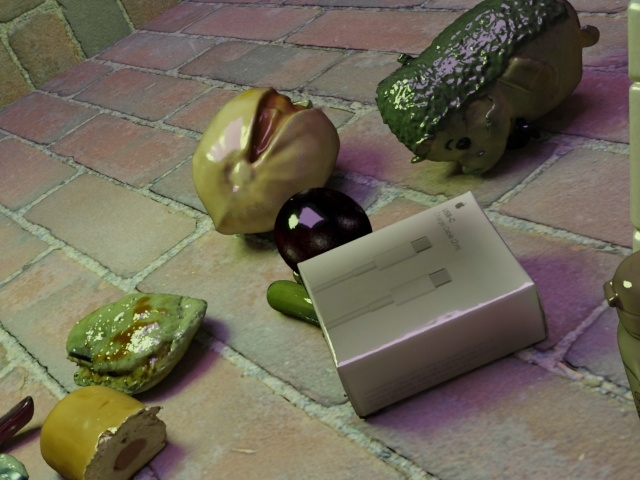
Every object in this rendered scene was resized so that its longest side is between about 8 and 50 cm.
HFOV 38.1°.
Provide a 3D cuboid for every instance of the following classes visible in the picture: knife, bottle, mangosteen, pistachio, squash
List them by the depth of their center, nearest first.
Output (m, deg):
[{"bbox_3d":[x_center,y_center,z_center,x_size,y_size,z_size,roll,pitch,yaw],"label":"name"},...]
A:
[{"bbox_3d":[0.331,0.100,0.843,0.110,0.209,0.097,-16,30,14],"label":"bottle"},{"bbox_3d":[-0.015,0.091,1.297,0.052,0.052,0.183,-40,35,-26],"label":"squash"},{"bbox_3d":[-0.531,0.302,1.338,0.277,0.053,0.123,-26,24,-3],"label":"knife"},{"bbox_3d":[0.000,0.000,1.354,0.152,0.153,0.152,-19,29,11],"label":"mangosteen"},{"bbox_3d":[-0.094,-0.132,1.569,0.229,0.230,0.309,-9,28,27],"label":"pistachio"}]

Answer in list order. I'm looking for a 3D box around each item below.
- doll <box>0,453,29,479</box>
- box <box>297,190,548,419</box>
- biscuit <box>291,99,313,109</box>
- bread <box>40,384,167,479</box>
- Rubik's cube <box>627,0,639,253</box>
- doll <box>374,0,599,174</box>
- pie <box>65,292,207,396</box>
[{"bbox_3d":[-0.423,0.351,1.153,0.103,0.072,0.214,-14,34,21],"label":"doll"},{"bbox_3d":[0.118,0.074,1.136,0.251,0.106,0.203,-22,38,0],"label":"box"},{"bbox_3d":[-0.087,-0.218,1.871,0.121,0.041,0.199,-14,29,25],"label":"biscuit"},{"bbox_3d":[-0.289,0.249,1.204,0.173,0.085,0.134,9,43,45],"label":"bread"},{"bbox_3d":[0.505,-0.090,0.845,0.321,0.319,0.316,-20,24,-29],"label":"Rubik's cube"},{"bbox_3d":[0.263,-0.246,1.466,0.349,0.247,0.247,-28,29,-13],"label":"doll"},{"bbox_3d":[-0.280,0.142,1.372,0.247,0.090,0.201,-3,38,41],"label":"pie"}]
